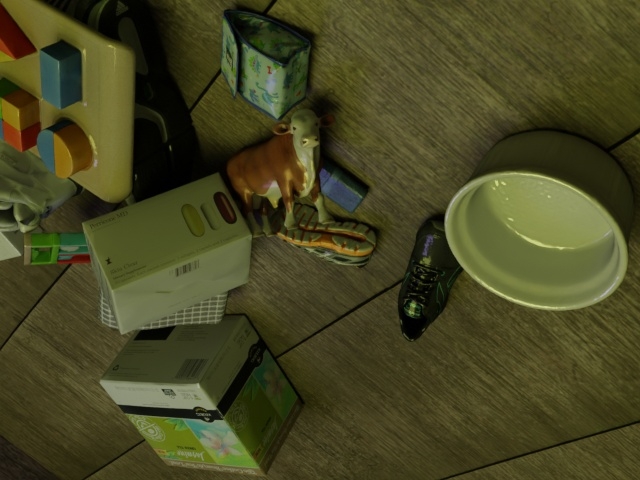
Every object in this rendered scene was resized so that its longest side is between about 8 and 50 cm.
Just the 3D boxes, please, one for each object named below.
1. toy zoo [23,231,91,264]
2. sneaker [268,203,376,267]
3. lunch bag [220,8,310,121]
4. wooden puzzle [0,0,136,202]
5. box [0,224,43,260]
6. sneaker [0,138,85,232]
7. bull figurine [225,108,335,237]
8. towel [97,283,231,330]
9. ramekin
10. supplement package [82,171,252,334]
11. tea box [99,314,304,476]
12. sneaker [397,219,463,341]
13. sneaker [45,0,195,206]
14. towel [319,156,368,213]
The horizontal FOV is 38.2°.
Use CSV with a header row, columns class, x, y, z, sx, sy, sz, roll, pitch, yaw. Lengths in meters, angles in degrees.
class,x,y,z,sx,sy,sz,roll,pitch,yaw
toy zoo,-0.476,0.015,1.959,0.293,0.030,0.192,-2,168,-19
sneaker,0.000,0.000,1.725,0.214,0.084,0.083,19,149,17
lunch bag,-0.100,-0.286,1.481,0.151,0.096,0.129,36,146,18
wooden puzzle,-0.473,-0.248,1.566,0.347,0.080,0.322,28,133,18
box,-0.772,-0.028,2.196,0.170,0.091,0.130,-10,126,40
sneaker,-0.681,-0.153,1.908,0.365,0.210,0.137,27,141,6
bull figurine,-0.064,-0.110,1.590,0.310,0.101,0.189,-12,87,58
towel,-0.314,0.083,1.896,0.283,0.121,0.235,0,141,-12
ramekin,0.342,-0.035,1.415,0.277,0.135,0.277,18,139,17
supplement package,-0.274,0.025,1.675,0.145,0.261,0.204,60,161,22
tea box,-0.274,0.362,2.178,0.328,0.220,0.324,-5,129,37
sneaker,0.196,0.078,1.657,0.101,0.106,0.267,20,139,16
sneaker,-0.393,-0.243,1.691,0.257,0.169,0.448,15,131,31
towel,0.025,-0.103,1.638,0.119,0.029,0.067,36,141,-4
